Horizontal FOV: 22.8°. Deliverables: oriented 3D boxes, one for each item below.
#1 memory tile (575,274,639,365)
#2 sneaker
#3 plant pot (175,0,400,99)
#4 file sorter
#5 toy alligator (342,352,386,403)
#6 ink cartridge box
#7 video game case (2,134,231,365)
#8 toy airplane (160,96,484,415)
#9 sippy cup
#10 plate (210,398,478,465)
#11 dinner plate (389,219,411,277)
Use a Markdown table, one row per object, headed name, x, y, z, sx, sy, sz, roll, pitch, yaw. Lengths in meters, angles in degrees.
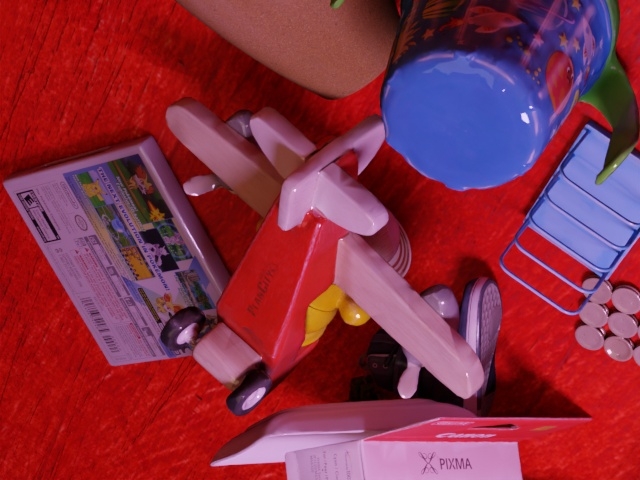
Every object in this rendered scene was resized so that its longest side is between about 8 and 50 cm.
| name | x | y | z | sx | sy | sz | roll | pitch | yaw |
| --- | --- | --- | --- | --- | --- | --- | --- | --- | --- |
| memory tile | 0.370 | 0.101 | 1.840 | 0.148 | 0.012 | 0.113 | 18 | 132 | 23 |
| sneaker | 0.138 | 0.121 | 1.970 | 0.163 | 0.086 | 0.226 | 19 | 133 | 20 |
| plant pot | -0.029 | -0.280 | 1.699 | 0.237 | 0.237 | 0.254 | -17 | 125 | 43 |
| file sorter | 0.289 | -0.019 | 1.738 | 0.118 | 0.104 | 0.170 | 35 | 136 | 7 |
| toy alligator | 0.055 | 0.210 | 2.128 | 0.051 | 0.056 | 0.190 | -121 | 23 | -49 |
| ink cartridge box | 0.149 | 0.270 | 1.946 | 0.261 | 0.296 | 0.066 | -20 | 71 | 44 |
| video game case | -0.266 | 0.024 | 2.224 | 0.300 | 0.036 | 0.329 | -11 | 115 | 41 |
| toy airplane | 0.000 | 0.000 | 1.827 | 0.384 | 0.272 | 0.386 | -5 | 103 | 42 |
| sippy cup | 0.166 | -0.176 | 1.590 | 0.305 | 0.224 | 0.240 | 7 | 130 | 19 |
| plate | 0.025 | 0.239 | 1.991 | 0.278 | 0.277 | 0.045 | 142 | 125 | -66 |
| dinner plate | 0.053 | -0.003 | 1.984 | 0.141 | 0.017 | 0.141 | 20 | 132 | 24 |
